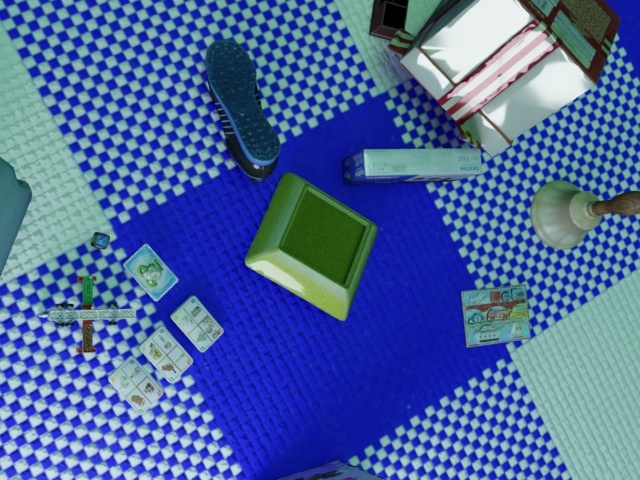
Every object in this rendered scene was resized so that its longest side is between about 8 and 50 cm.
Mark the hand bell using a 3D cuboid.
[{"bbox_3d":[0.471,-0.054,1.524,0.126,0.242,0.126,1,86,-19],"label":"hand bell"}]

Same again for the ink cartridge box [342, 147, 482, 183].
[{"bbox_3d":[0.149,-0.121,1.491,0.207,0.097,0.046,-2,86,-19],"label":"ink cartridge box"}]

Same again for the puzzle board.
[{"bbox_3d":[0.305,0.129,1.573,0.128,0.011,0.096,-5,87,-19],"label":"puzzle board"}]

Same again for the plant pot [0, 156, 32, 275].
[{"bbox_3d":[-0.546,0.028,1.124,0.341,0.341,0.334,26,70,-16],"label":"plant pot"}]

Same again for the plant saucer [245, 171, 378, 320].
[{"bbox_3d":[0.000,0.000,1.425,0.188,0.045,0.188,31,57,-15],"label":"plant saucer"}]

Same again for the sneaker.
[{"bbox_3d":[-0.127,-0.198,1.414,0.081,0.090,0.232,-13,69,-19],"label":"sneaker"}]

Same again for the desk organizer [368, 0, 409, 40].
[{"bbox_3d":[0.120,-0.407,1.527,0.047,0.050,0.130,11,82,-19],"label":"desk organizer"}]

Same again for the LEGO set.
[{"bbox_3d":[-0.288,0.109,1.354,0.182,0.060,0.244,-46,108,-22],"label":"LEGO set"}]

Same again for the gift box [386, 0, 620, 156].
[{"bbox_3d":[0.282,-0.308,1.454,0.255,0.258,0.276,47,47,-8],"label":"gift box"}]

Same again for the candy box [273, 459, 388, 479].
[{"bbox_3d":[-0.002,0.392,1.344,0.165,0.196,0.070,-12,90,-21],"label":"candy box"}]
